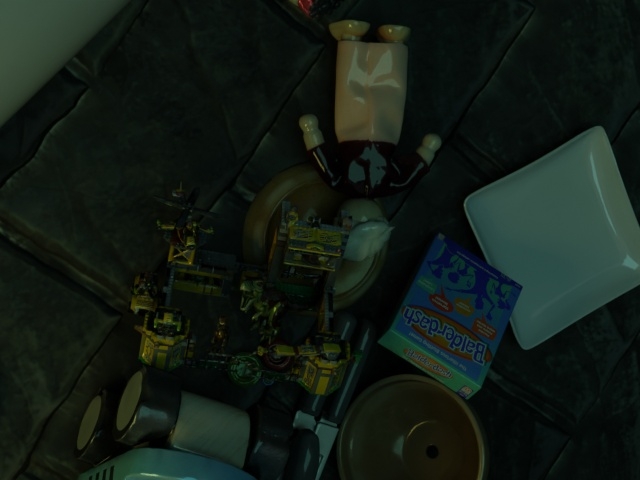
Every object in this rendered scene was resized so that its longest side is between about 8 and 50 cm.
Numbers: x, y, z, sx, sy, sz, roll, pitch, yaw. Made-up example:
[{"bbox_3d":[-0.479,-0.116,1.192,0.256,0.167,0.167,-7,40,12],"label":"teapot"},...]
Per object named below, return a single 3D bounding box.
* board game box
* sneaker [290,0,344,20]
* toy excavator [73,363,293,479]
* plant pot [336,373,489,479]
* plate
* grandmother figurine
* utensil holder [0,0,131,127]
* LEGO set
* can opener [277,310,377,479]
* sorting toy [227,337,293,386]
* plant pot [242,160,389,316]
[{"bbox_3d":[0.197,0.109,1.769,0.160,0.047,0.210,32,52,-4],"label":"board game box"},{"bbox_3d":[0.049,-0.452,1.688,0.112,0.121,0.299,40,72,10],"label":"sneaker"},{"bbox_3d":[-0.257,0.438,1.599,0.222,0.433,0.445,24,60,-22],"label":"toy excavator"},{"bbox_3d":[0.152,0.320,1.795,0.110,0.237,0.237,12,93,-63],"label":"plant pot"},{"bbox_3d":[0.379,-0.006,1.902,0.278,0.045,0.277,-28,106,-16],"label":"plate"},{"bbox_3d":[0.071,-0.138,1.722,0.208,0.104,0.342,6,88,3],"label":"grandmother figurine"},{"bbox_3d":[-0.403,-0.336,1.419,0.385,0.328,0.327,-46,110,-13],"label":"utensil holder"},{"bbox_3d":[-0.089,0.053,1.590,0.331,0.255,0.192,14,132,-2],"label":"LEGO set"},{"bbox_3d":[0.014,0.249,1.766,0.076,0.095,0.283,21,92,-23],"label":"can opener"},{"bbox_3d":[-0.087,0.184,1.755,0.102,0.042,0.061,-23,89,-5],"label":"sorting toy"},{"bbox_3d":[0.000,0.000,1.765,0.236,0.032,0.236,-3,98,-20],"label":"plant pot"}]
